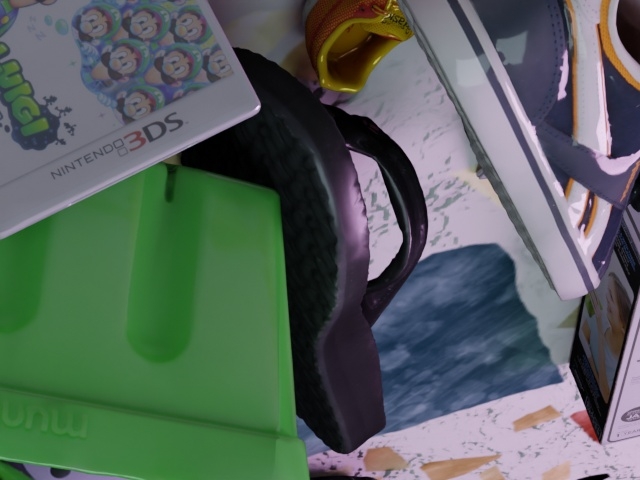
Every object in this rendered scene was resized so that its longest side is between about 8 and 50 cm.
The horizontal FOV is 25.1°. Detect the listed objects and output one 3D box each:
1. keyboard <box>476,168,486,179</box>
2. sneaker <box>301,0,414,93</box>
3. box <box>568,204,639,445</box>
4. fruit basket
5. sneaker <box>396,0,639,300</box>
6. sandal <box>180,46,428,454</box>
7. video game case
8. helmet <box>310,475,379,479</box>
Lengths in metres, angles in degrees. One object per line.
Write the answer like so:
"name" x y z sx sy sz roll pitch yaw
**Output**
"keyboard" 0.240 -0.068 1.022 0.256 0.014 0.072 -7 174 -13
"sneaker" 0.051 -0.149 0.793 0.064 0.067 0.175 7 138 -29
"box" 0.308 0.050 1.176 0.169 0.087 0.290 -14 147 -5
"fruit basket" -0.219 0.121 0.767 0.392 0.392 0.283 3 177 -27
"sneaker" 0.147 -0.070 0.823 0.127 0.126 0.321 -30 151 4
"sandal" -0.001 -0.001 0.939 0.107 0.167 0.446 -37 158 -15
"video game case" -0.126 -0.101 0.685 0.143 0.157 0.019 -28 180 -16
"helmet" -0.007 0.302 1.339 0.161 0.169 0.169 -15 150 -32
